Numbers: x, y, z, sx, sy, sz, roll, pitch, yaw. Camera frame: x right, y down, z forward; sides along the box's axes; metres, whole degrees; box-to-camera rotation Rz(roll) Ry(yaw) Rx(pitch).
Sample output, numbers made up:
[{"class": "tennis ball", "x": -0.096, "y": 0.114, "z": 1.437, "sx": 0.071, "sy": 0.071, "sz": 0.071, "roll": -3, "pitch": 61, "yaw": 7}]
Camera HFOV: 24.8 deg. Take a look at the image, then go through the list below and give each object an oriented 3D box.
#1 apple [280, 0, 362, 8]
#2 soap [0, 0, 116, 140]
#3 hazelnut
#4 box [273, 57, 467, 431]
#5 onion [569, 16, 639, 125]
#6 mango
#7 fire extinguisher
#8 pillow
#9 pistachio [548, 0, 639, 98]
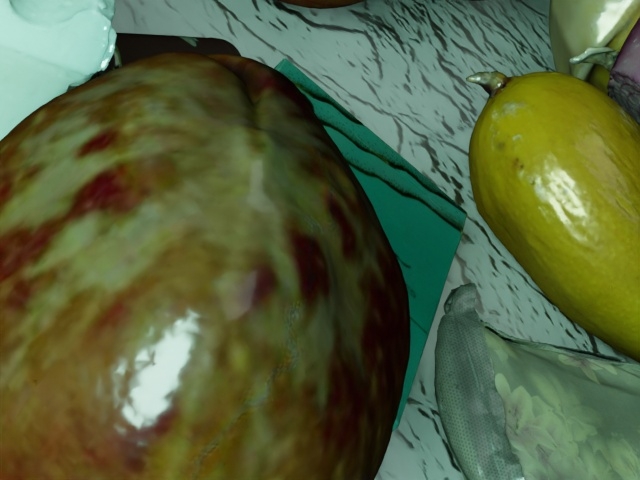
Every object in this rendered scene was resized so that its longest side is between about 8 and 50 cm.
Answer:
[{"class": "apple", "x": -0.013, "y": -0.255, "z": 0.990, "sx": 0.168, "sy": 0.181, "sz": 0.181, "roll": 28, "pitch": 37, "yaw": -33}, {"class": "soap", "x": -0.163, "y": -0.137, "z": 0.716, "sx": 0.094, "sy": 0.150, "sz": 0.261, "roll": 23, "pitch": 38, "yaw": -23}, {"class": "hazelnut", "x": -0.052, "y": 0.039, "z": 0.599, "sx": 0.218, "sy": 0.218, "sz": 0.234, "roll": 22, "pitch": 38, "yaw": -33}, {"class": "box", "x": 0.000, "y": 0.000, "z": 0.848, "sx": 0.161, "sy": 0.042, "sz": 0.226, "roll": 40, "pitch": 33, "yaw": -10}, {"class": "onion", "x": 0.320, "y": -0.108, "z": 1.075, "sx": 0.207, "sy": 0.201, "sz": 0.200, "roll": 55, "pitch": 31, "yaw": -9}, {"class": "mango", "x": 0.213, "y": -0.001, "z": 1.023, "sx": 0.317, "sy": 0.119, "sz": 0.176, "roll": 44, "pitch": 24, "yaw": -12}, {"class": "fire extinguisher", "x": -0.091, "y": -0.099, "z": 0.851, "sx": 0.064, "sy": 0.043, "sz": 0.158, "roll": 24, "pitch": 19, "yaw": 36}, {"class": "pillow", "x": 0.161, "y": 0.127, "z": 0.878, "sx": 0.255, "sy": 0.059, "sz": 0.169, "roll": 18, "pitch": 42, "yaw": -39}, {"class": "pistachio", "x": 0.307, "y": -0.217, "z": 1.274, "sx": 0.230, "sy": 0.230, "sz": 0.309, "roll": 36, "pitch": 47, "yaw": -15}]
